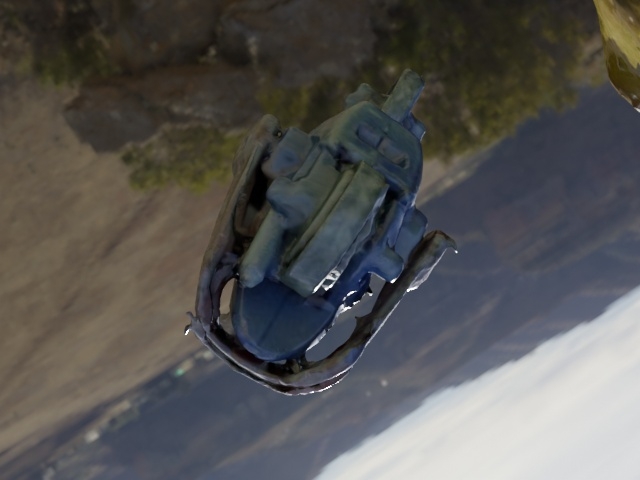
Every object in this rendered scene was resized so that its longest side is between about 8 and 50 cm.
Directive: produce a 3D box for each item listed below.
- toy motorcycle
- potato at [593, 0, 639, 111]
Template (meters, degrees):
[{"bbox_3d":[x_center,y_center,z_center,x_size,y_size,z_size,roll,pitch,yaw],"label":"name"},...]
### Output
[{"bbox_3d":[-0.017,-0.017,1.014,0.241,0.182,0.319,-24,-163,24],"label":"toy motorcycle"},{"bbox_3d":[0.261,-0.209,0.733,0.290,0.296,0.397,-46,-149,20],"label":"potato"}]
